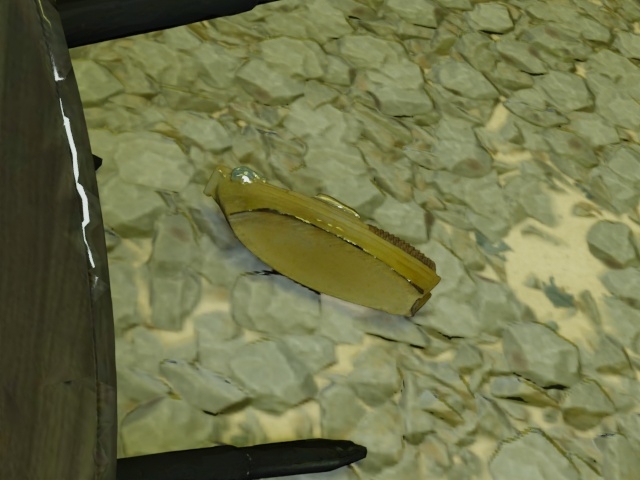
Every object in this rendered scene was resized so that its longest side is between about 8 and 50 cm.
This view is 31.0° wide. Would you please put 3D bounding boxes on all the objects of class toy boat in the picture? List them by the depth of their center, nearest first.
[{"bbox_3d":[0.000,0.000,0.677,0.149,0.047,0.049,25,29,-3],"label":"toy boat"}]

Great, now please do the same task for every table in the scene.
[{"bbox_3d":[-0.115,-0.009,0.523,0.317,0.317,0.249,45,34,21],"label":"table"}]
